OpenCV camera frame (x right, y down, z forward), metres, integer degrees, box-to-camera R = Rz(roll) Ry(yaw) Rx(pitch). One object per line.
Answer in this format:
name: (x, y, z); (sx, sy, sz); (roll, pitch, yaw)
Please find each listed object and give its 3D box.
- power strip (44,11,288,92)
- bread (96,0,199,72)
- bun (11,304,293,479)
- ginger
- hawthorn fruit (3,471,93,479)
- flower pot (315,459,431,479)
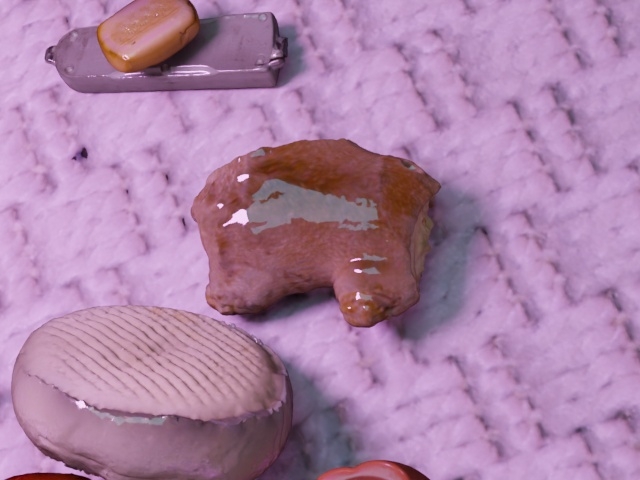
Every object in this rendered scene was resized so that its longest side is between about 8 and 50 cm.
power strip: (-0.177, -0.212, 1.804); (0.286, 0.048, 0.080); (-2, 64, 10)
bread: (-0.191, -0.230, 1.760); (0.115, 0.056, 0.082); (-39, 61, -15)
bun: (-0.168, 0.169, 1.553); (0.287, 0.287, 0.146); (18, 112, 18)
ginger: (0.000, 0.000, 1.636); (0.276, 0.130, 0.221); (-28, 73, 4)
hawthorn fruit: (-0.267, 0.318, 1.513); (0.169, 0.169, 0.188); (-3, 37, 9)
flower pot: (0.055, 0.291, 1.472); (0.191, 0.173, 0.190); (-3, 68, 8)
